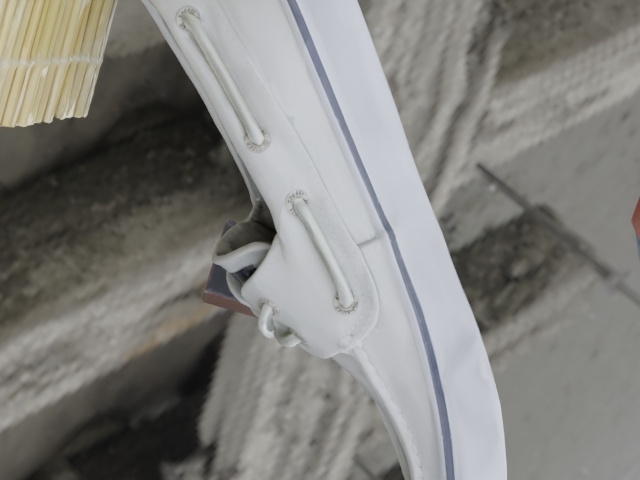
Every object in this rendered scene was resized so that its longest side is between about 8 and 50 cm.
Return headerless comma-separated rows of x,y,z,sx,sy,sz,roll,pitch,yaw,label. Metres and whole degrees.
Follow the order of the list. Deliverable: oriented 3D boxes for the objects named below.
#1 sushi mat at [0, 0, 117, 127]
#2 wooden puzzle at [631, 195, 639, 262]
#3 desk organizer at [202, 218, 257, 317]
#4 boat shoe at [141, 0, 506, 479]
-0.081,-0.191,0.569,0.151,0.019,0.316,-6,115,-70,sushi mat
0.234,0.037,1.051,0.044,0.221,0.238,-9,161,8,wooden puzzle
-0.004,0.032,1.002,0.050,0.130,0.047,127,-21,-76,desk organizer
0.000,0.000,0.669,0.088,0.096,0.267,-22,109,-7,boat shoe
